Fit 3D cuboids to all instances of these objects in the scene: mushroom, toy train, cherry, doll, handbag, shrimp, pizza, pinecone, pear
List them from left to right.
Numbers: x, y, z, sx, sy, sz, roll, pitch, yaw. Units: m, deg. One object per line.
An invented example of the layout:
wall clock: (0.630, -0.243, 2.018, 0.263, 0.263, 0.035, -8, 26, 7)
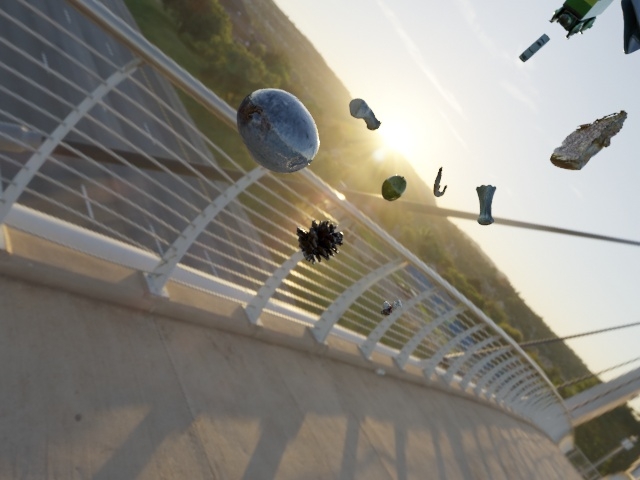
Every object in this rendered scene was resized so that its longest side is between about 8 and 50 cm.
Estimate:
cherry: (-0.127, -0.321, 1.458, 0.255, 0.218, 0.296, 62, 10, 9)
pinecone: (-0.002, 0.001, 1.983, 0.150, 0.195, 0.179, 131, -54, -66)
mushroom: (0.205, -0.569, 2.233, 0.223, 0.081, 0.092, 24, 48, -57)
doll: (0.269, 0.256, 1.871, 0.040, 0.085, 0.058, 28, 62, -49)
pear: (0.327, -0.236, 2.203, 0.107, 0.131, 0.107, 34, 8, -6)
shrimp: (0.437, -0.212, 1.785, 0.083, 0.114, 0.023, -1, 12, -44)
toy train: (0.944, -0.849, 2.180, 0.043, 0.207, 0.047, 47, -25, 3)
toy train: (0.992, -0.877, 1.844, 0.300, 0.202, 0.120, -30, 73, -41)
pizza: (0.957, -0.355, 1.754, 0.071, 0.297, 0.189, 46, -4, -19)
handbag: (0.840, -0.572, 1.240, 0.057, 0.221, 0.144, 11, -53, 62)

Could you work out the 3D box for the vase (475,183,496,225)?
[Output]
vase: (0.633, -0.133, 1.890, 0.081, 0.081, 0.149, 31, 61, -55)
